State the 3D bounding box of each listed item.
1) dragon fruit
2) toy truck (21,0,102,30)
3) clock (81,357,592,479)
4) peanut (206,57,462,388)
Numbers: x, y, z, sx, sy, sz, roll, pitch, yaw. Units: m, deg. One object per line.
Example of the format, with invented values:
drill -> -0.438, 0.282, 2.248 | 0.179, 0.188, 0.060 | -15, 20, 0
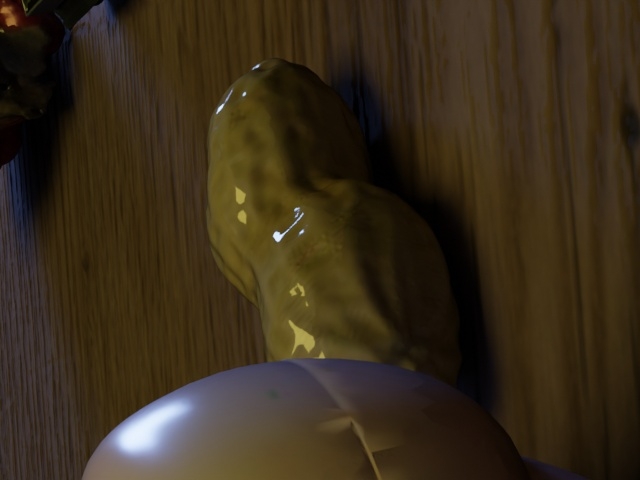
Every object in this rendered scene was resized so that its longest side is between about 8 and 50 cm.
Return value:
dragon fruit -> -0.242, -0.120, 1.159 | 0.211, 0.134, 0.262 | 17, 126, 52
toy truck -> -0.162, -0.219, 0.985 | 0.083, 0.092, 0.192 | -20, 84, 66
clock -> 0.031, 0.221, 0.438 | 0.376, 0.250, 0.368 | -158, 66, -71
peanut -> 0.000, 0.000, 0.676 | 0.187, 0.082, 0.082 | -118, 33, -44
